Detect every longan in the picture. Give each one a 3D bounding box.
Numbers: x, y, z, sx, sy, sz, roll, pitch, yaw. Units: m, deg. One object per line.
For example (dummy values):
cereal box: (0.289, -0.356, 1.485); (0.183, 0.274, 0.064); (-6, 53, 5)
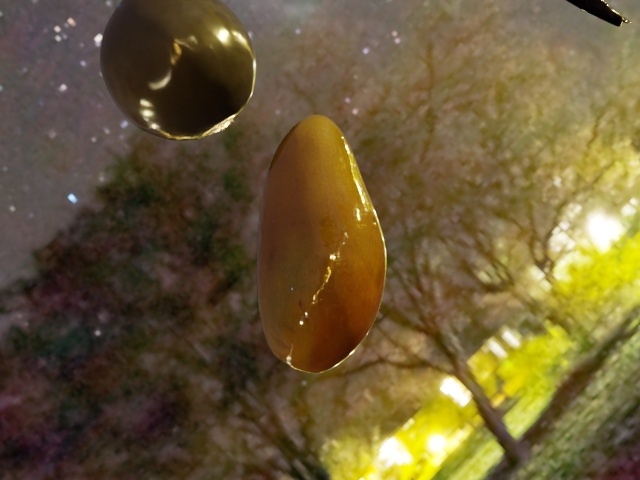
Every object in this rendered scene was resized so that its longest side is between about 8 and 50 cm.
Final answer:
longan: (-0.169, -0.210, 1.265); (0.198, 0.198, 0.212); (-47, 21, 7)

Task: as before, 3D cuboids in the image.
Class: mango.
mango: (0.000, 0.000, 1.022); (0.113, 0.253, 0.138); (8, -15, -34)

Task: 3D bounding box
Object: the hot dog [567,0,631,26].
hot dog: (0.289, -0.347, 1.195); (0.194, 0.326, 0.107); (19, -63, -29)
